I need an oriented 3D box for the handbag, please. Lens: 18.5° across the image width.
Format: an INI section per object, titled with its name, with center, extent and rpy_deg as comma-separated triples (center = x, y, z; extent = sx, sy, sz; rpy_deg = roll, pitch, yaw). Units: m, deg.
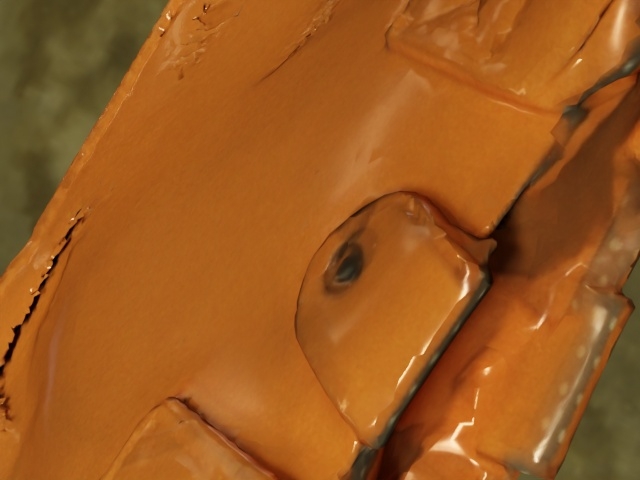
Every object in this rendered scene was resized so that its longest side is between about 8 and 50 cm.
[handbag]
center = 0.000, 0.000, 0.766
extent = 0.410, 0.116, 0.303
rpy_deg = -59, 30, 0
